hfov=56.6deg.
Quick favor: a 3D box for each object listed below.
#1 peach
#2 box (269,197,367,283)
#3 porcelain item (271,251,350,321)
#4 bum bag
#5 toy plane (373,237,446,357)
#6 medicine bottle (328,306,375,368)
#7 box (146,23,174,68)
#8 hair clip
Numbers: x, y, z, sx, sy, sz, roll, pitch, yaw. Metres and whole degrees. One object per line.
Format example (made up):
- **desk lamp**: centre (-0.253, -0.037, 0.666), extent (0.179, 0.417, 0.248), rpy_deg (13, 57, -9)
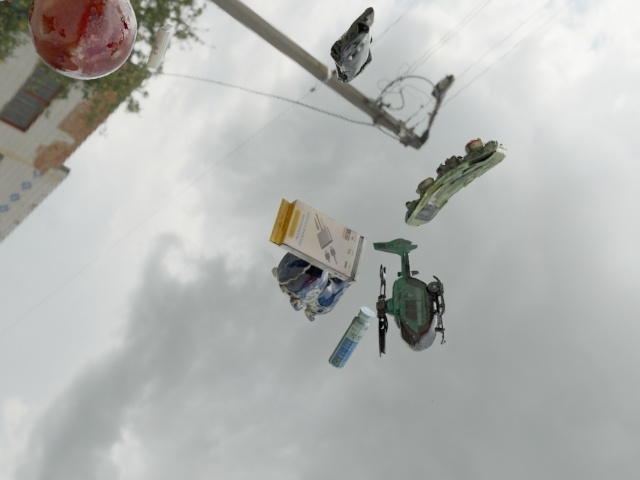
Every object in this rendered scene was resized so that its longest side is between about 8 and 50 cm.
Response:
- **peach**: centre (-0.474, -0.446, 1.202), extent (0.243, 0.199, 0.243), rpy_deg (-34, -134, 45)
- **box**: centre (0.000, 0.000, 1.446), extent (0.033, 0.247, 0.129), rpy_deg (-25, -137, 53)
- **porcelain item**: centre (-0.006, 0.107, 1.596), extent (0.186, 0.288, 0.138), rpy_deg (-35, -120, 2)
- **bum bag**: centre (0.076, -0.463, 1.454), extent (0.142, 0.079, 0.326), rpy_deg (-52, 177, 0)
- **toy plane**: centre (0.198, 0.120, 1.351), extent (0.155, 0.106, 0.382), rpy_deg (-3, -138, 7)
- **medicine bottle**: centre (0.086, 0.272, 1.651), extent (0.191, 0.051, 0.051), rpy_deg (-60, -144, 20)
- **box**: centre (-0.455, -0.558, 1.700), extent (0.198, 0.029, 0.109), rpy_deg (-107, -140, -65)
- **hair clip**: centre (0.343, -0.166, 1.583), extent (0.321, 0.138, 0.091), rpy_deg (-41, -112, 27)
